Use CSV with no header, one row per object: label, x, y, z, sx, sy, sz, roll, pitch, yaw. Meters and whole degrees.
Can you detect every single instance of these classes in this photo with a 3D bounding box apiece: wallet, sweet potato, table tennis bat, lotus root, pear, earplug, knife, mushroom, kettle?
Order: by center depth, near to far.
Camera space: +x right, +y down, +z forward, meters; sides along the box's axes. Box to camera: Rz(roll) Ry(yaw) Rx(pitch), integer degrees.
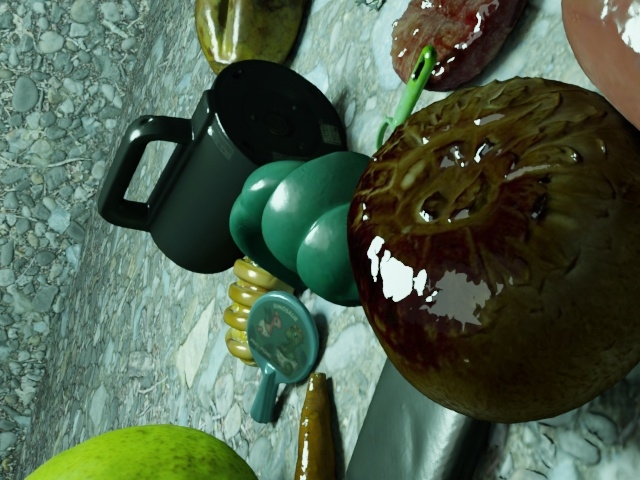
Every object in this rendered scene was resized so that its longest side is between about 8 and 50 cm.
mushroom,0.130,0.002,0.604,0.278,0.163,0.297,-53,35,20
wallet,0.102,0.168,0.746,0.168,0.052,0.245,25,96,63
knife,0.094,-0.156,0.878,0.212,0.015,0.054,113,151,-63
sweet potato,-0.006,0.277,0.898,0.057,0.057,0.265,-39,40,51
earplug,-0.007,0.004,0.918,0.280,0.163,0.258,51,130,46
pear,-0.224,0.404,0.941,0.391,0.390,0.391,-38,45,51
table tennis bat,-0.060,0.164,1.051,0.124,0.033,0.201,30,115,32
kettle,-0.146,-0.083,1.118,0.203,0.262,0.308,56,136,10
lotus root,-0.124,-0.414,1.338,0.193,0.193,0.291,6,83,64

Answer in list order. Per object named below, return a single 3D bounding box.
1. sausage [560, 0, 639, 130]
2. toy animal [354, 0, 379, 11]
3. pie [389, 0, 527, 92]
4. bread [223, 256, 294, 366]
sausage,0.249,-0.136,0.500,0.148,0.148,0.254,-63,31,25
toy animal,0.083,-0.362,1.056,0.217,0.041,0.075,-1,75,59
pie,0.154,-0.266,0.851,0.219,0.054,0.204,-58,31,28
bread,-0.094,0.098,1.131,0.119,0.084,0.177,22,101,64
